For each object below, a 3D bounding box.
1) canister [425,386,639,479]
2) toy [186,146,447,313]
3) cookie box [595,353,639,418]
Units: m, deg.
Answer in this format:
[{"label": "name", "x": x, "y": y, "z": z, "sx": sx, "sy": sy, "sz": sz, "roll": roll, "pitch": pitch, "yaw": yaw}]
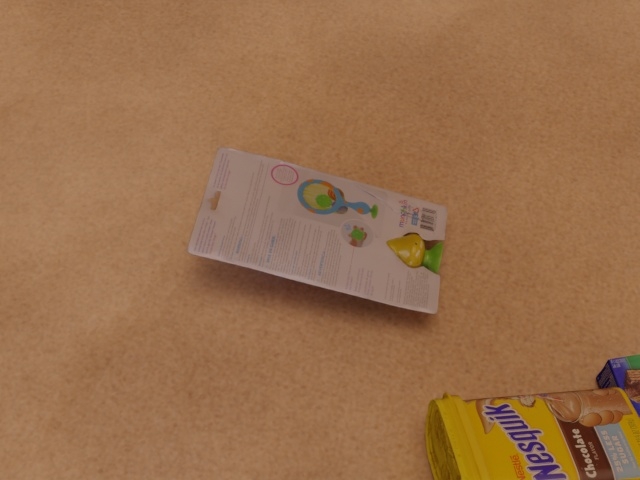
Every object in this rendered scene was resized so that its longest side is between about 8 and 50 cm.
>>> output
[{"label": "canister", "x": 0.185, "y": 0.183, "z": 0.867, "sx": 0.170, "sy": 0.073, "sz": 0.126, "roll": -4, "pitch": 38, "yaw": -9}, {"label": "toy", "x": 0.000, "y": 0.000, "z": 1.005, "sx": 0.237, "sy": 0.056, "sz": 0.137, "roll": 12, "pitch": 51, "yaw": -1}, {"label": "cookie box", "x": 0.311, "y": 0.154, "z": 0.925, "sx": 0.092, "sy": 0.040, "sz": 0.107, "roll": -7, "pitch": 56, "yaw": -10}]
